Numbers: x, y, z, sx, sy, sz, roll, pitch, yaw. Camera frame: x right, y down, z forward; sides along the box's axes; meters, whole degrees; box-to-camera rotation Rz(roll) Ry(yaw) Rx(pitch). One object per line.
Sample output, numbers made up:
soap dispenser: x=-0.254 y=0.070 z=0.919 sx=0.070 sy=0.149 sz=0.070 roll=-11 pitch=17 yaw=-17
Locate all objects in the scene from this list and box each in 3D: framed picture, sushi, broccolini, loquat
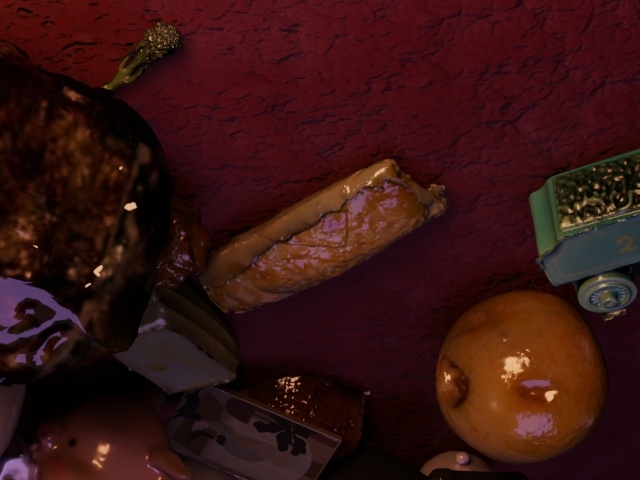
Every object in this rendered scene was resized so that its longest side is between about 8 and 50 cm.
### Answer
framed picture: x=-0.090 y=0.250 z=1.747 sx=0.201 sy=0.010 sz=0.136 roll=24 pitch=128 yaw=-7
sushi: x=-0.314 y=-0.031 z=1.165 sx=0.294 sy=0.281 sz=0.299 roll=21 pitch=154 yaw=-35
broccolini: x=-0.171 y=-0.151 z=1.258 sx=0.140 sy=0.030 sz=0.035 roll=-34 pitch=174 yaw=41
loquat: x=0.241 y=0.167 z=1.654 sx=0.213 sy=0.213 sz=0.213 roll=-5 pitch=146 yaw=-3

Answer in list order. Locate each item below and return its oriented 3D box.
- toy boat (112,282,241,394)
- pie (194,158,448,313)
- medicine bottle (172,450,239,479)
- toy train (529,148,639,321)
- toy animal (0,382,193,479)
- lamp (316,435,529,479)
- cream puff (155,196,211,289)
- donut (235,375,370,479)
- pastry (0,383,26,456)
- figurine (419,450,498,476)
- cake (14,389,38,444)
toy boat: x=-0.177 y=0.102 z=1.575 sx=0.111 sy=0.084 sz=0.276 roll=-15 pitch=147 yaw=14
pie: x=0.000 y=0.000 z=1.474 sx=0.282 sy=0.068 sz=0.129 roll=-29 pitch=142 yaw=23
medicine bottle: x=-0.169 y=0.373 z=1.948 sx=0.179 sy=0.124 sz=0.324 roll=-27 pitch=143 yaw=24
toy train: x=0.324 y=-0.013 z=1.482 sx=0.203 sy=0.112 sz=0.163 roll=-20 pitch=138 yaw=17
toy animal: x=-0.301 y=0.296 z=1.691 sx=0.213 sy=0.195 sz=0.256 roll=18 pitch=115 yaw=-27
lamp: x=0.063 y=0.370 z=1.865 sx=0.205 sy=0.272 sz=0.374 roll=10 pitch=119 yaw=-41
cream puff: x=-0.163 y=-0.006 z=1.396 sx=0.116 sy=0.122 sz=0.094 roll=34 pitch=132 yaw=-3
donut: x=-0.057 y=0.251 z=1.818 sx=0.217 sy=0.085 sz=0.141 roll=-29 pitch=141 yaw=32
pastry: x=-0.428 y=0.143 z=1.449 sx=0.265 sy=0.264 sz=0.133 roll=3 pitch=147 yaw=-16
figurine: x=0.190 y=0.387 z=2.019 sx=0.163 sy=0.141 sz=0.236 roll=-3 pitch=146 yaw=-16
cake: x=-0.418 y=0.200 z=1.703 sx=0.116 sy=0.079 sz=0.185 roll=-5 pitch=158 yaw=20
